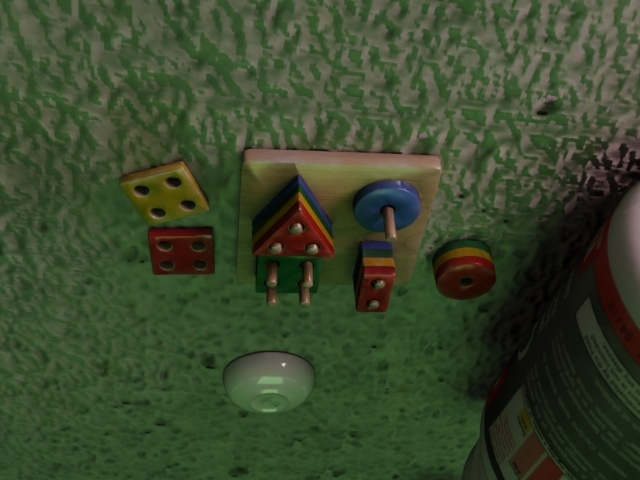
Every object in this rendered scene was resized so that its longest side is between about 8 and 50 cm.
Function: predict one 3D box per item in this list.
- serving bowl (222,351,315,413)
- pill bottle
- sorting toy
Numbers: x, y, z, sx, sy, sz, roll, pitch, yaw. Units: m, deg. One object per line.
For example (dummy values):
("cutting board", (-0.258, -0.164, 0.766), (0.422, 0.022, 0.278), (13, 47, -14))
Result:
("serving bowl", (-0.045, 0.132, 0.801), (0.083, 0.027, 0.083), (-3, 142, -2))
("pill bottle", (0.243, 0.130, 0.678), (0.210, 0.210, 0.363), (6, 140, -11))
("sorting toy", (0.000, 0.000, 0.627), (0.274, 0.046, 0.132), (2, 140, -6))
